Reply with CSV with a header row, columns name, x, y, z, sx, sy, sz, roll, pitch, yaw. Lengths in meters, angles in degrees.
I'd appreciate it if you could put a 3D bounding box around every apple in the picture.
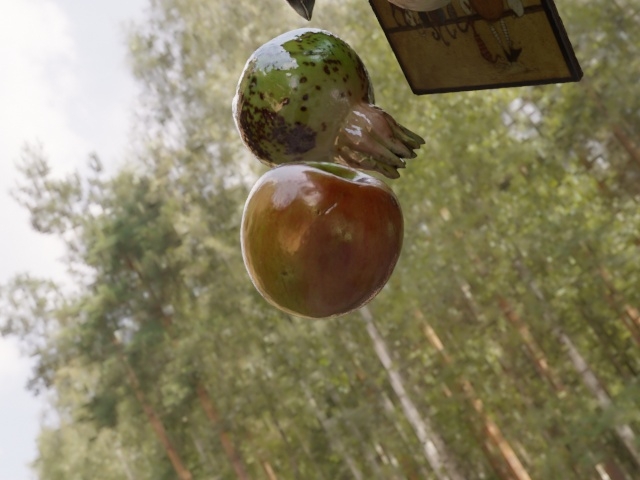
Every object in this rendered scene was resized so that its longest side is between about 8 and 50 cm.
name,x,y,z,sx,sy,sz,roll,pitch,yaw
apple,0.000,0.000,1.364,0.196,0.196,0.196,-24,-27,-13

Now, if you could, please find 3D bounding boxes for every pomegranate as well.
name,x,y,z,sx,sy,sz,roll,pitch,yaw
pomegranate,0.000,-0.163,1.676,0.204,0.276,0.222,-41,-16,25

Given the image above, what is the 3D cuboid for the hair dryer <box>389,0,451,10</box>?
name,x,y,z,sx,sy,sz,roll,pitch,yaw
hair dryer,0.076,-0.276,0.706,0.070,0.255,0.128,2,-1,-9

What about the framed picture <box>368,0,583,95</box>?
name,x,y,z,sx,sy,sz,roll,pitch,yaw
framed picture,0.133,-0.313,1.332,0.014,0.255,0.338,-47,-58,-32

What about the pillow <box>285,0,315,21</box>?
name,x,y,z,sx,sy,sz,roll,pitch,yaw
pillow,-0.033,-0.323,1.408,0.055,0.135,0.091,0,-63,-8
